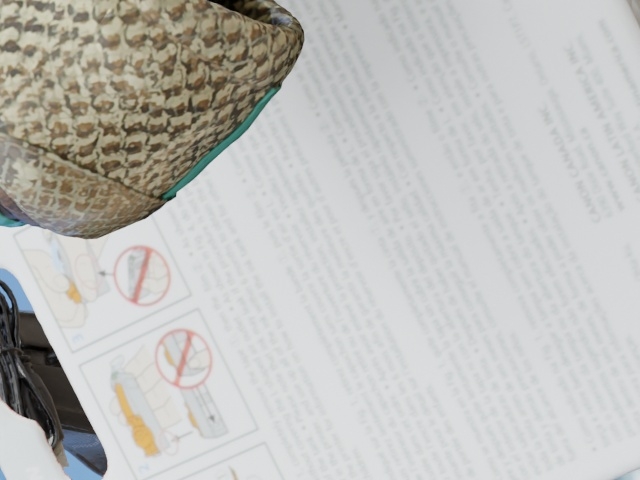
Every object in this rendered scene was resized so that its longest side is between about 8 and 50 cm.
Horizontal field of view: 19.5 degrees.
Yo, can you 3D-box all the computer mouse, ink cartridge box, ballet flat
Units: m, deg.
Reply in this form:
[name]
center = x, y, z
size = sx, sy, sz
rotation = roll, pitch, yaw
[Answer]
[computer mouse]
center = -0.202, 0.126, 1.572
size = 0.188, 0.072, 0.272
rotation = 65, -172, 23
[ink cartridge box]
center = 0.000, 0.000, 0.894
size = 0.308, 0.385, 0.091
rotation = 64, -159, -1
[ballet flat]
center = -0.165, -0.233, 0.694
size = 0.483, 0.182, 0.164
rotation = 56, -163, -2
